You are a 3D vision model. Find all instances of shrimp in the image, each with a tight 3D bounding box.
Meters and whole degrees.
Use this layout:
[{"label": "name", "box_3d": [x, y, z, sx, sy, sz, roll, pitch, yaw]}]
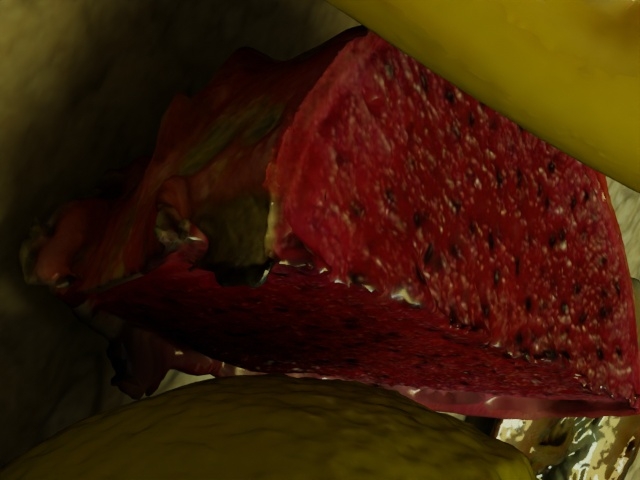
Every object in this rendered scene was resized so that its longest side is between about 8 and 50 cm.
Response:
[{"label": "shrimp", "box_3d": [0.123, 0.152, 1.081, 0.152, 0.063, 0.287, 6, 108, -58]}]

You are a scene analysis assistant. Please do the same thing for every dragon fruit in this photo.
[{"label": "dragon fruit", "box_3d": [-0.004, -0.009, 0.682, 0.274, 0.161, 0.126, 22, 63, -51]}]

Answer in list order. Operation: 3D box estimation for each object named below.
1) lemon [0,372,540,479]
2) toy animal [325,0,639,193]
[{"label": "lemon", "box_3d": [-0.023, 0.170, 0.596, 0.268, 0.268, 0.322, -57, 178, -6]}, {"label": "toy animal", "box_3d": [0.127, -0.158, 0.537, 0.247, 0.277, 0.345, -53, 158, 25]}]
